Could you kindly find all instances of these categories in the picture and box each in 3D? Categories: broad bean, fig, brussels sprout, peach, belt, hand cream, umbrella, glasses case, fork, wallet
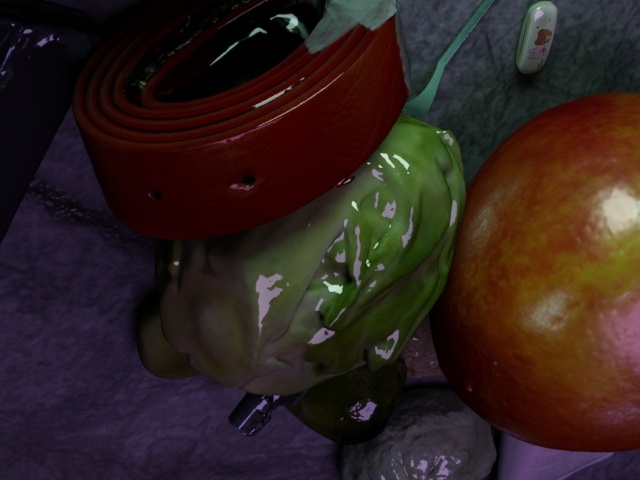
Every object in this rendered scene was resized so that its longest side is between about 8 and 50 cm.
[{"bbox_3d":[-0.103,0.088,1.794,0.174,0.082,0.124,-15,139,-20],"label":"broad bean"},{"bbox_3d":[0.011,0.158,1.925,0.156,0.123,0.123,19,129,9],"label":"fig"},{"bbox_3d":[0.000,0.000,1.642,0.328,0.247,0.328,-18,115,-42],"label":"brussels sprout"},{"bbox_3d":[0.291,0.043,1.776,0.388,0.388,0.388,-16,136,-16],"label":"peach"},{"bbox_3d":[-0.053,-0.135,1.499,0.324,0.227,0.115,-34,138,-18],"label":"belt"},{"bbox_3d":[0.289,0.209,2.134,0.185,0.118,0.359,-25,145,-12],"label":"hand cream"},{"bbox_3d":[-0.018,0.113,1.858,0.059,0.066,0.236,29,103,-41],"label":"umbrella"},{"bbox_3d":[0.218,-0.204,1.749,0.032,0.021,0.083,-12,134,-23],"label":"glasses case"},{"bbox_3d":[0.132,-0.188,1.716,0.039,0.021,0.235,17,119,-43],"label":"fork"},{"bbox_3d":[-0.367,-0.044,1.530,0.228,0.062,0.406,9,124,-36],"label":"wallet"}]

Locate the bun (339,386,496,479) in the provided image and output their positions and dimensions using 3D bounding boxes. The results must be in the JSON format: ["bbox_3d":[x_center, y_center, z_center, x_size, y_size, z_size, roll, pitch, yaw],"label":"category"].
[{"bbox_3d":[0.124,0.270,2.075,0.195,0.118,0.195,-18,135,-19],"label":"bun"}]

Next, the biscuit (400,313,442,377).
[{"bbox_3d":[0.115,0.083,1.930,0.082,0.070,0.168,-13,138,-7],"label":"biscuit"}]
